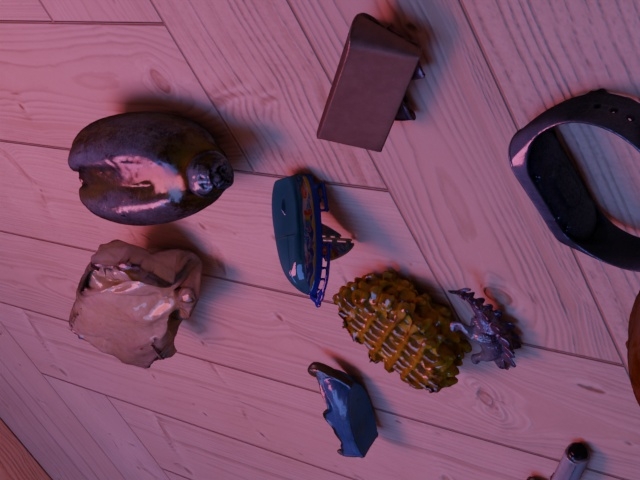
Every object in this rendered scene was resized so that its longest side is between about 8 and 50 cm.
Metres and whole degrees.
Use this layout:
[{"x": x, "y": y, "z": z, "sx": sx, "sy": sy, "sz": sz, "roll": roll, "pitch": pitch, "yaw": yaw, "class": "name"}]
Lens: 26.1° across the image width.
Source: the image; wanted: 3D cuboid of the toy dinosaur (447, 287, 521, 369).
[{"x": 0.209, "y": 0.113, "z": 1.751, "sx": 0.082, "sy": 0.039, "sz": 0.209, "roll": 12, "pitch": 152, "yaw": 38, "class": "toy dinosaur"}]

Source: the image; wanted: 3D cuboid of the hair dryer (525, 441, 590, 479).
[{"x": 0.346, "y": 0.350, "z": 1.928, "sx": 0.131, "sy": 0.073, "sz": 0.236, "roll": 29, "pitch": 142, "yaw": 17, "class": "hair dryer"}]

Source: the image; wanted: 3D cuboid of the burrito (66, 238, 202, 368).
[{"x": -0.288, "y": 0.083, "z": 2.240, "sx": 0.190, "sy": 0.135, "sz": 0.332, "roll": 31, "pitch": 150, "yaw": -2, "class": "burrito"}]

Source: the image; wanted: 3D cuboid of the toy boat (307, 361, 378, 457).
[{"x": 0.031, "y": 0.262, "z": 2.165, "sx": 0.077, "sy": 0.075, "sz": 0.185, "roll": 12, "pitch": 140, "yaw": 30, "class": "toy boat"}]

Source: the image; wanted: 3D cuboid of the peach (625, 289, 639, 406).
[{"x": 0.400, "y": 0.112, "z": 1.310, "sx": 0.232, "sy": 0.232, "sz": 0.256, "roll": 20, "pitch": 147, "yaw": 34, "class": "peach"}]

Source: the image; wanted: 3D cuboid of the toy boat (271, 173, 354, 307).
[{"x": 0.000, "y": 0.000, "z": 1.804, "sx": 0.091, "sy": 0.110, "sz": 0.175, "roll": -13, "pitch": 80, "yaw": 57, "class": "toy boat"}]

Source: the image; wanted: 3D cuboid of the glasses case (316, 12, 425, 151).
[{"x": 0.065, "y": -0.176, "z": 1.497, "sx": 0.102, "sy": 0.070, "sz": 0.193, "roll": 12, "pitch": 150, "yaw": -5, "class": "glasses case"}]

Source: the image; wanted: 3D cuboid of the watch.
[{"x": 0.292, "y": -0.052, "z": 1.378, "sx": 0.193, "sy": 0.068, "sz": 0.206, "roll": 3, "pitch": 133, "yaw": 51, "class": "watch"}]

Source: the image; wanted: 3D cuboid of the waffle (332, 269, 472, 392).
[{"x": 0.108, "y": 0.120, "z": 1.868, "sx": 0.197, "sy": 0.070, "sz": 0.193, "roll": 0, "pitch": 133, "yaw": 55, "class": "waffle"}]

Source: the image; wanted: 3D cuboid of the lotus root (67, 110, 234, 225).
[{"x": -0.213, "y": -0.100, "z": 1.881, "sx": 0.322, "sy": 0.140, "sz": 0.158, "roll": 2, "pitch": 110, "yaw": 43, "class": "lotus root"}]
